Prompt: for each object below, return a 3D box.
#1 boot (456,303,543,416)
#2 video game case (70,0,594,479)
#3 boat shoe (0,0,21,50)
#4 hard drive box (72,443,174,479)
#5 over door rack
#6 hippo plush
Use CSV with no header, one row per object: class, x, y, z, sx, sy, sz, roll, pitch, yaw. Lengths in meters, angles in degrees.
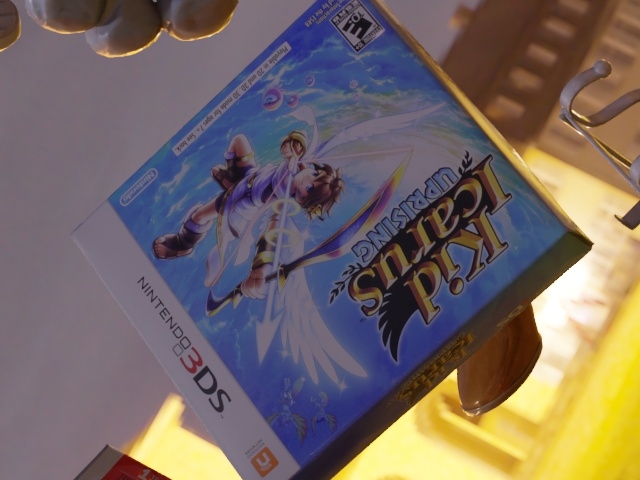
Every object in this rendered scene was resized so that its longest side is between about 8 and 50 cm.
boot,0.149,0.028,1.898,0.104,0.211,0.295,-25,25,31
video game case,0.000,0.000,1.180,0.269,0.244,0.061,-43,-24,10
boat shoe,-0.540,-0.263,2.321,0.094,0.302,0.109,93,171,-62
hard drive box,-0.186,0.317,1.581,0.232,0.181,0.089,-48,-24,-45
over door rack,0.370,-0.032,1.760,0.108,0.239,0.324,-39,-30,3
hippo plush,-0.214,-0.338,1.768,0.234,0.294,0.236,-44,37,14
